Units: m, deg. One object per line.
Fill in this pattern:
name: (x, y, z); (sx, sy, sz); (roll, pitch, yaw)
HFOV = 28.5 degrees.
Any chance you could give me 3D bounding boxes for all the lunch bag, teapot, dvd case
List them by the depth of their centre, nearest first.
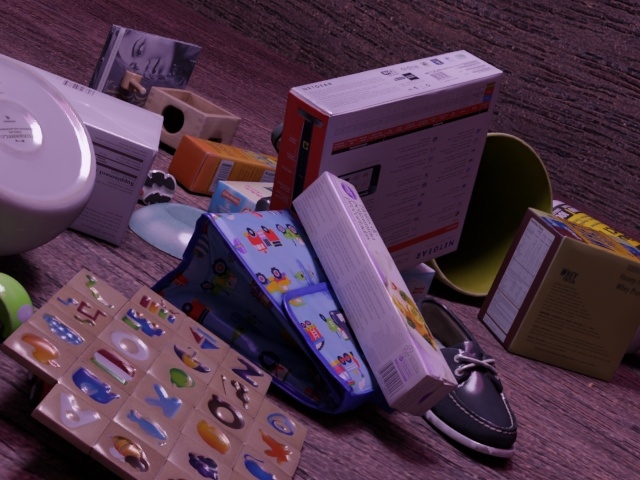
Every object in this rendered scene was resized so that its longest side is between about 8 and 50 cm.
teapot: (-0.392, -0.074, 1.403); (0.256, 0.187, 0.252); (35, 36, -27)
lunch bag: (-0.021, 0.104, 1.492); (0.293, 0.138, 0.221); (41, 17, 16)
dvd case: (-0.329, -0.304, 2.343); (0.018, 0.164, 0.221); (35, 18, 35)

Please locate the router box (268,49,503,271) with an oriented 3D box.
router box: (0.082, -0.087, 1.737); (0.336, 0.301, 0.082); (-18, 42, -40)

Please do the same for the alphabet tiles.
alphabet tiles: (-0.143, 0.144, 1.185); (0.285, 0.011, 0.342); (36, 16, -3)

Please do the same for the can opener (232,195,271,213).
can opener: (-0.057, -0.014, 1.806); (0.076, 0.095, 0.283); (12, 14, 35)

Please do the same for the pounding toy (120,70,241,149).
pounding toy: (-0.283, -0.224, 2.269); (0.206, 0.094, 0.181); (29, 15, 22)

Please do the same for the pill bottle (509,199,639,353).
pill bottle: (0.501, 0.079, 2.208); (0.334, 0.187, 0.188); (31, 16, 30)

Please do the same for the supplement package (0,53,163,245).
supplement package: (-0.361, -0.128, 1.695); (0.262, 0.145, 0.204); (21, 15, -11)

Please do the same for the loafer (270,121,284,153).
loafer: (-0.012, -0.125, 2.297); (0.084, 0.096, 0.267); (61, 9, 30)

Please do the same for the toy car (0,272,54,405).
toy car: (-0.274, 0.084, 1.247); (0.225, 0.053, 0.239); (26, 14, 10)

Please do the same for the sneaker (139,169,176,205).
sneaker: (-0.299, -0.093, 1.874); (0.170, 0.068, 0.071); (24, -4, -34)

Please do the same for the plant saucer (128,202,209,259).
plant saucer: (-0.178, -0.014, 1.791); (0.195, 0.037, 0.195); (22, 15, -6)

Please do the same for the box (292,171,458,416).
box: (0.060, 0.058, 1.486); (0.063, 0.067, 0.324); (25, 30, -47)

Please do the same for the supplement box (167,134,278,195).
supplement box: (-0.139, -0.113, 2.128); (0.233, 0.080, 0.078); (12, 19, -48)

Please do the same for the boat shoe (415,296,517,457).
boat shoe: (0.168, 0.164, 1.576); (0.114, 0.091, 0.302); (16, 16, -28)

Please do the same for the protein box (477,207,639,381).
protein box: (0.393, 0.085, 1.993); (0.200, 0.201, 0.136); (18, 16, -22)

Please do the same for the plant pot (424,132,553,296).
plant pot: (0.201, -0.064, 2.195); (0.275, 0.274, 0.294); (13, 2, -35)

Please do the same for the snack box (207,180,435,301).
snack box: (0.000, 0.000, 1.966); (0.322, 0.060, 0.187); (32, 19, 31)
